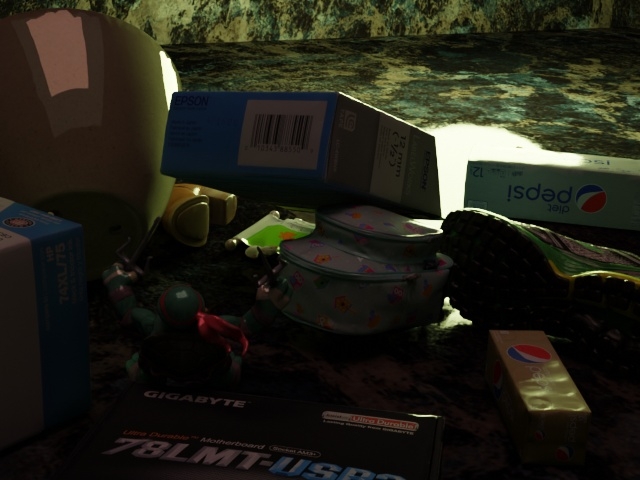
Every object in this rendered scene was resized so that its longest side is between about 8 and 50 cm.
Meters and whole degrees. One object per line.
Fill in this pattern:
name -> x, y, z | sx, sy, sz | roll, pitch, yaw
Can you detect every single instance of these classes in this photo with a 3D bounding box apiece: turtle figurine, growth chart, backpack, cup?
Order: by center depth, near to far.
turtle figurine -> -0.125, 0.077, 1.009 | 0.175, 0.234, 0.118 | 16, 57, 2
backpack -> 0.043, 0.036, 1.250 | 0.166, 0.144, 0.188 | 23, 28, 39
cup -> -0.317, -0.088, 1.373 | 0.331, 0.331, 0.237 | -4, 48, -18
growth chart -> 0.000, 0.000, 1.530 | 0.237, 0.021, 0.172 | 7, 21, 14

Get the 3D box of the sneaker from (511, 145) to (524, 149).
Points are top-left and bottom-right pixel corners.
sneaker -> 0.348, -0.120, 1.836 | 0.134, 0.070, 0.051 | 14, 21, 26

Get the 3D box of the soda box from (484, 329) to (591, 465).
soda box -> 0.210, 0.151, 1.076 | 0.061, 0.058, 0.181 | 1, 19, -4

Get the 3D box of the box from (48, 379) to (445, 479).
box -> -0.060, 0.214, 0.850 | 0.296, 0.073, 0.293 | 7, 21, 9

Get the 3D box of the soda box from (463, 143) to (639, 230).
soda box -> 0.371, -0.084, 1.705 | 0.286, 0.091, 0.098 | 6, 21, 11

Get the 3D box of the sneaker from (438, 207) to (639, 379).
sneaker -> 0.284, 0.057, 1.284 | 0.344, 0.134, 0.146 | 26, 22, 30

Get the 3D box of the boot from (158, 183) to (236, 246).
boot -> -0.223, -0.042, 1.549 | 0.152, 0.072, 0.197 | 9, 10, 16

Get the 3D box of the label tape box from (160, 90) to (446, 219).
label tape box -> 0.005, -0.100, 1.399 | 0.249, 0.115, 0.348 | 5, -3, 34

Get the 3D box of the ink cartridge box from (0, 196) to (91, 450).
ink cartridge box -> -0.375, 0.086, 0.975 | 0.198, 0.197, 0.270 | 16, 24, 35
